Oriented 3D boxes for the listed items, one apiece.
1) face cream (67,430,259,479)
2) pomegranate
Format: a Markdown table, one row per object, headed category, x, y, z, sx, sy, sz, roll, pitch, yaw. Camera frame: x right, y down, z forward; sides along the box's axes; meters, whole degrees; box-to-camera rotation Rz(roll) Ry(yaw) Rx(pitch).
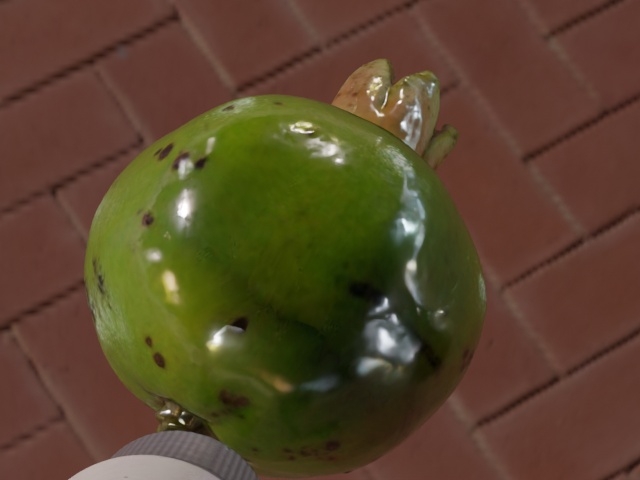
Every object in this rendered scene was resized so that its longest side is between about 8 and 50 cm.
| category | x | y | z | sx | sy | sz | roll | pitch | yaw |
| --- | --- | --- | --- | --- | --- | --- | --- | --- | --- |
| face cream | -0.065 | 0.127 | 0.631 | 0.092 | 0.311 | 0.092 | 1 | 100 | 5 |
| pomegranate | 0.000 | 0.000 | 1.163 | 0.236 | 0.236 | 0.302 | 31 | 54 | 10 |
